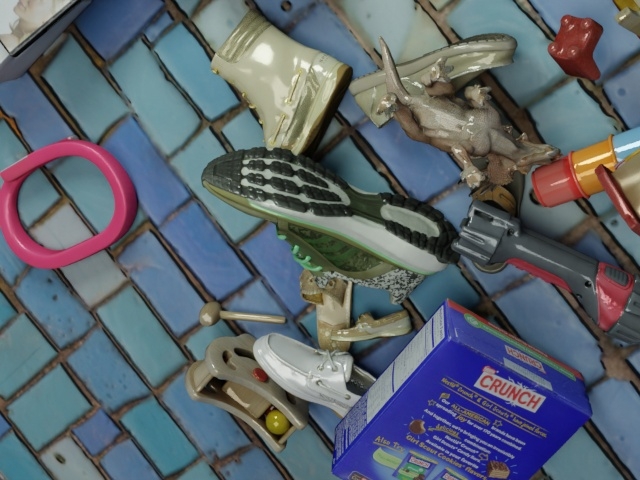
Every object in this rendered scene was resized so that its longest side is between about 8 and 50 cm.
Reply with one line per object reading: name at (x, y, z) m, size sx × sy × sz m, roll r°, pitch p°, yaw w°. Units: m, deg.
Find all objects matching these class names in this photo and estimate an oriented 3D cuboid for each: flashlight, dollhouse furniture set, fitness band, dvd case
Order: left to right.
dvd case at (-0.443, -0.435, 1.635) m, size 0.253 × 0.022 × 0.180 m, roll -37°, pitch 90°, yaw 10°
fitness band at (-0.459, -0.065, 1.866) m, size 0.291 × 0.054 × 0.209 m, roll -22°, pitch 99°, yaw 26°
flashlight at (0.342, 0.047, 1.536) m, size 0.304 × 0.103 × 0.103 m, roll 24°, pitch 87°, yaw 4°
dollhouse furniture set at (0.441, -0.180, 1.375) m, size 0.201 × 0.152 × 0.374 m, roll -39°, pitch 49°, yaw 24°

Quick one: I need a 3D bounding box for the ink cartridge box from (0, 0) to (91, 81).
ink cartridge box at (-0.571, -0.446, 1.751) m, size 0.223 × 0.129 × 0.307 m, roll -39°, pitch 89°, yaw 24°

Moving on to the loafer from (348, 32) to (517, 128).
loafer at (0.173, -0.235, 1.547) m, size 0.269 × 0.102 × 0.092 m, roll -13°, pitch 101°, yaw 33°

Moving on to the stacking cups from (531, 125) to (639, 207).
stacking cups at (0.455, -0.129, 1.478) m, size 0.316 × 0.096 × 0.096 m, roll -18°, pitch 98°, yaw 29°

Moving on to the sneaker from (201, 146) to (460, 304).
sneaker at (0.000, 0.000, 1.597) m, size 0.410 × 0.158 × 0.182 m, roll 21°, pitch 123°, yaw -10°

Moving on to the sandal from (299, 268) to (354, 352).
sandal at (0.006, 0.086, 1.710) m, size 0.088 × 0.079 × 0.240 m, roll -4°, pitch 104°, yaw 22°

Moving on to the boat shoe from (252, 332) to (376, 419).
boat shoe at (0.023, 0.219, 1.712) m, size 0.277 × 0.098 × 0.096 m, roll 31°, pitch 124°, yaw -10°

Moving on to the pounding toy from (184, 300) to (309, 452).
pounding toy at (-0.118, 0.214, 1.754) m, size 0.269 × 0.154 × 0.155 m, roll 43°, pitch 116°, yaw 4°

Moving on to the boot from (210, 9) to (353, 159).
boot at (-0.092, -0.209, 1.653) m, size 0.203 × 0.095 × 0.262 m, roll 33°, pitch 113°, yaw 9°

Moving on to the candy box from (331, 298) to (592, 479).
candy box at (0.212, 0.282, 1.618) m, size 0.268 × 0.122 × 0.317 m, roll 30°, pitch 118°, yaw -15°

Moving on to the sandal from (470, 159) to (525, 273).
sandal at (0.257, -0.049, 1.584) m, size 0.090 × 0.060 × 0.219 m, roll 9°, pitch 108°, yaw 18°

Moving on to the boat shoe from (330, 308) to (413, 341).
boat shoe at (0.081, 0.138, 1.704) m, size 0.135 × 0.050 × 0.045 m, roll -8°, pitch 89°, yaw -4°

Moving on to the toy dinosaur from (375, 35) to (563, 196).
toy dinosaur at (0.183, -0.160, 1.472) m, size 0.296 × 0.200 × 0.127 m, roll 35°, pitch 93°, yaw 12°
